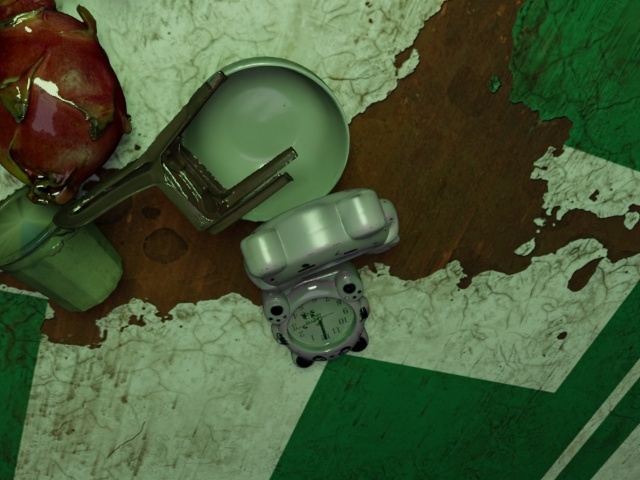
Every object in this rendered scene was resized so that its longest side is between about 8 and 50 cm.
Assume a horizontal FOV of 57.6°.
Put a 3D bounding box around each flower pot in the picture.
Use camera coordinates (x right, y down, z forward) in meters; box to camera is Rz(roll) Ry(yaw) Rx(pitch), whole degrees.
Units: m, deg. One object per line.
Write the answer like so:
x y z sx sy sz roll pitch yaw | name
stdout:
-0.481 0.014 1.076 0.212 0.212 0.202 -27 137 7 | flower pot

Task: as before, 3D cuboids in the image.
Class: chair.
-0.219 -0.081 0.893 0.326 0.175 0.183 -37 107 16 | chair

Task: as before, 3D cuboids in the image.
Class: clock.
0.000 0.000 1.072 0.296 0.322 0.113 -22 84 3 | clock
-0.001 0.172 1.311 0.228 0.090 0.248 -17 124 0 | clock

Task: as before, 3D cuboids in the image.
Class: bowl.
-0.100 -0.190 1.034 0.287 0.144 0.287 -5 121 -8 | bowl

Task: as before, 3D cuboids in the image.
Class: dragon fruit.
-0.417 -0.215 0.903 0.250 0.250 0.315 -9 82 -5 | dragon fruit
